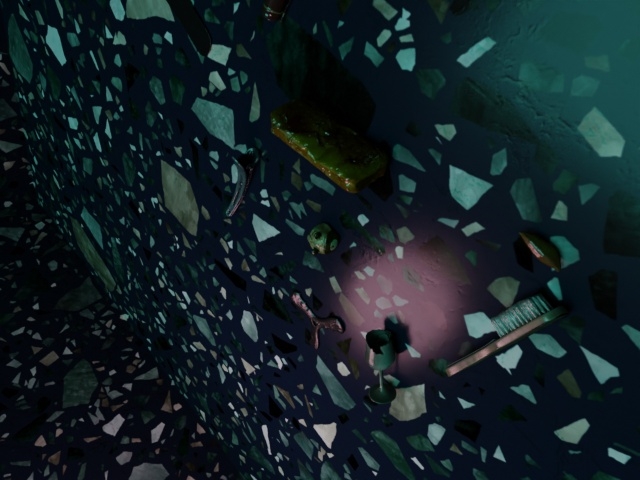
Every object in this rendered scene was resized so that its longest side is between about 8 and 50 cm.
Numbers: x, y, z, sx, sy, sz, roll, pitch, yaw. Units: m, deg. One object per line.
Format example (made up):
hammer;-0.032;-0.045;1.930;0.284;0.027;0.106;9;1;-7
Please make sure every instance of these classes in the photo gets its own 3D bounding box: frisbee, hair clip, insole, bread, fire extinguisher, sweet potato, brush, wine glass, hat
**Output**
frisbee;-0.014;0.265;1.345;0.211;0.012;0.187;25;129;33
hair clip;-0.235;-0.159;1.296;0.048;0.083;0.275;43;144;12
insole;-0.380;-0.649;1.191;0.109;0.007;0.322;-30;90;51
bread;0.011;-0.210;0.949;0.271;0.139;0.077;43;146;22
fire extinguisher;-0.079;-0.538;0.921;0.064;0.043;0.158;28;139;-9
sweet potato;0.387;0.016;0.772;0.095;0.034;0.034;46;138;11
brush;0.352;0.197;0.898;0.065;0.070;0.327;64;145;25
wine glass;0.158;0.329;1.156;0.079;0.079;0.195;15;124;40
hat;0.000;0.000;1.143;0.076;0.059;0.077;52;144;17
